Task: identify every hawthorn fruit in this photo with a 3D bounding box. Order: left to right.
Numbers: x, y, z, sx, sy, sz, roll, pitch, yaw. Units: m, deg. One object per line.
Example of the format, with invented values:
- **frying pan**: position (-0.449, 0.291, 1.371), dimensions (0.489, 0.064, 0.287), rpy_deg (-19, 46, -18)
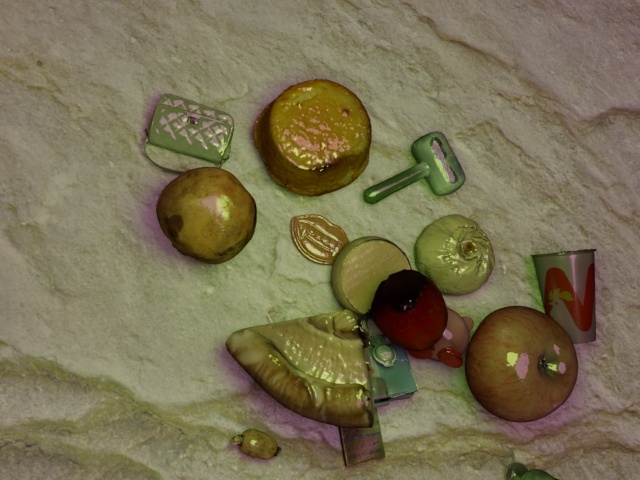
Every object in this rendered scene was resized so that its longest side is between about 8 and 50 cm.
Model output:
- **hawthorn fruit**: position (0.257, 0.203, 1.513), dimensions (0.215, 0.215, 0.250), rpy_deg (-42, 101, -16)

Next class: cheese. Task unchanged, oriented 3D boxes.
- **cheese**: position (0.181, 0.320, 1.601), dimensions (0.067, 0.026, 0.121), rpy_deg (-5, 38, -14)

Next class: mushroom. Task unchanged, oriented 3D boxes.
- **mushroom**: position (-0.052, 0.349, 1.484), dimensions (0.397, 0.224, 0.314), rpy_deg (-5, 75, 8)

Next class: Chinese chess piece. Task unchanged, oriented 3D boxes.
- **Chinese chess piece**: position (0.155, 0.111, 1.643), dimensions (0.249, 0.103, 0.250), rpy_deg (1, 86, -18)

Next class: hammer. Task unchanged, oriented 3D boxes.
- **hammer**: position (0.285, -0.199, 1.746), dimensions (0.335, 0.119, 0.206), rpy_deg (-26, 86, -9)

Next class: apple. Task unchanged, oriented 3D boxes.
- **apple**: position (0.593, 0.359, 1.599), dimensions (0.344, 0.269, 0.345), rpy_deg (-3, 97, -31)

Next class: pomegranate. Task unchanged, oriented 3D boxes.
- **pomegranate**: position (-0.309, -0.072, 1.499), dimensions (0.281, 0.281, 0.281), rpy_deg (2, 79, -12)

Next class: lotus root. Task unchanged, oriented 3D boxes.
- **lotus root**: position (-0.179, 0.564, 1.516), dimensions (0.151, 0.063, 0.072), rpy_deg (17, 86, -13)

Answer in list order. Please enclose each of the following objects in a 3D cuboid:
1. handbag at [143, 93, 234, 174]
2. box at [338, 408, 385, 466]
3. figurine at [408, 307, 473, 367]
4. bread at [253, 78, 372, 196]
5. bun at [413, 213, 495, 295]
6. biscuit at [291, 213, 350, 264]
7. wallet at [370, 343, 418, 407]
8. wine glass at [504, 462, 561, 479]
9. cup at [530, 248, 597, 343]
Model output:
- **handbag**: position (-0.390, -0.300, 1.623), dimensions (0.256, 0.079, 0.219), rpy_deg (16, 80, -8)
- **box**: position (0.114, 0.549, 1.602), dimensions (0.121, 0.030, 0.193), rpy_deg (-8, 81, -14)
- **figurine**: position (0.361, 0.280, 1.642), dimensions (0.173, 0.173, 0.173), rpy_deg (2, 79, -12)
- **bread**: position (-0.006, -0.314, 1.644), dimensions (0.358, 0.204, 0.337), rpy_deg (-25, 90, -19)
- **bun**: position (0.425, 0.046, 1.705), dimensions (0.259, 0.152, 0.260), rpy_deg (3, 79, -15)
- **biscuit**: position (0.000, 0.000, 1.678), dimensions (0.220, 0.029, 0.142), rpy_deg (35, 75, -5)
- **wallet**: position (0.144, 0.398, 1.597), dimensions (0.250, 0.075, 0.176), rpy_deg (-8, 60, -14)
- **wine glass**: position (0.631, 0.715, 1.599), dimensions (0.092, 0.202, 0.093), rpy_deg (2, 80, -11)
- **cup**: position (0.795, 0.177, 1.754), dimensions (0.203, 0.203, 0.289), rpy_deg (-6, 88, -14)
